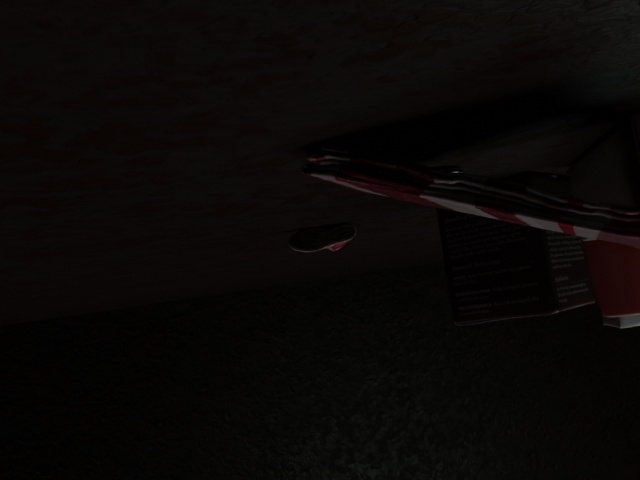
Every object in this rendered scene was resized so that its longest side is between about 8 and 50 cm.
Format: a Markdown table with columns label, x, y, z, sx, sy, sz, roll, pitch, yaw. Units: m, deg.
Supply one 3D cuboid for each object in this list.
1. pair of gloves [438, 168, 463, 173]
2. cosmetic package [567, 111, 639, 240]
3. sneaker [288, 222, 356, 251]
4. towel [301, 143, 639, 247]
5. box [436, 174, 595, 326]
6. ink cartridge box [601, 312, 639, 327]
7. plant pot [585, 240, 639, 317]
| label | x | y | z | sx | sy | sz | roll | pitch | yaw |
| --- | --- | --- | --- | --- | --- | --- | --- | --- | --- |
| pair of gloves | 0.133 | -0.078 | 0.950 | 0.074 | 0.010 | 0.083 | -8 | 177 | -27 |
| cosmetic package | 0.417 | -0.077 | 0.911 | 0.160 | 0.113 | 0.309 | -10 | 173 | 6 |
| sneaker | 0.000 | 0.000 | 1.322 | 0.118 | 0.042 | 0.067 | -10 | 171 | -10 |
| towel | 0.170 | -0.041 | 0.747 | 0.329 | 0.037 | 0.237 | 13 | -178 | 19 |
| box | 0.300 | 0.016 | 1.162 | 0.167 | 0.203 | 0.168 | -14 | 172 | 38 |
| ink cartridge box | 0.714 | 0.090 | 1.755 | 0.119 | 0.354 | 0.207 | -10 | 173 | 10 |
| plant pot | 0.626 | 0.015 | 1.464 | 0.274 | 0.243 | 0.275 | -10 | 174 | -1 |
